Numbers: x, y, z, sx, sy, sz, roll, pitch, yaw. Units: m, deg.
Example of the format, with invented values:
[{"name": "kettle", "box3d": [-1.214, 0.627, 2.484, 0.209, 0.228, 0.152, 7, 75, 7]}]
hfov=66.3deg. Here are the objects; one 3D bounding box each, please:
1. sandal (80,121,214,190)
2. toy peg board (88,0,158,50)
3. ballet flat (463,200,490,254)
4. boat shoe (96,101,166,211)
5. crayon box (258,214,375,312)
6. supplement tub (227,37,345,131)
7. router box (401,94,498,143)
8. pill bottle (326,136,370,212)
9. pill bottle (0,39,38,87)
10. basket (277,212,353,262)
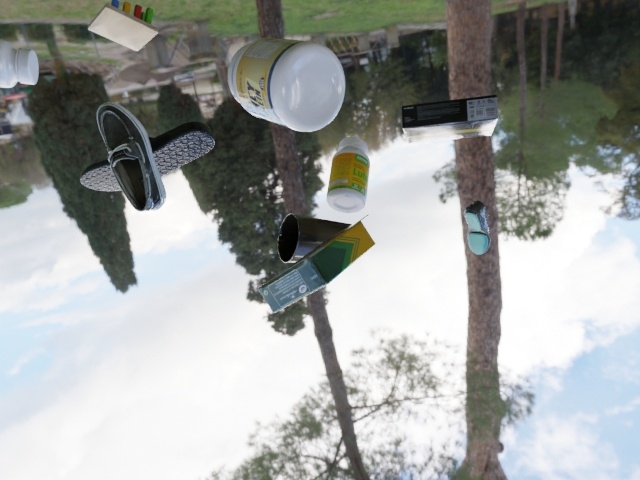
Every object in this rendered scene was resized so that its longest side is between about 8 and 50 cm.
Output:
[{"name": "sandal", "box3d": [-0.548, -0.274, 1.558, 0.445, 0.107, 0.167, -21, 157, 6]}, {"name": "toy peg board", "box3d": [-0.610, -0.686, 1.524, 0.160, 0.079, 0.161, 14, 165, -42]}, {"name": "ballet flat", "box3d": [0.471, -0.042, 1.452, 0.074, 0.203, 0.074, -14, -134, 15]}, {"name": "boat shoe", "box3d": [-0.548, -0.240, 1.410, 0.121, 0.336, 0.119, -24, -170, 9]}, {"name": "crayon box", "box3d": [0.010, 0.056, 1.295, 0.203, 0.083, 0.323, -32, -178, 38]}, {"name": "supplement tub", "box3d": [-0.105, -0.442, 1.372, 0.228, 0.229, 0.316, -21, -148, -29]}, {"name": "router box", "box3d": [0.445, -0.414, 1.703, 0.308, 0.081, 0.243, -3, 178, 14]}, {"name": "pill bottle", "box3d": [0.101, -0.231, 1.699, 0.136, 0.136, 0.246, -3, -119, 22]}, {"name": "pill bottle", "box3d": [-0.461, -0.247, 0.678, 0.116, 0.065, 0.065, 2, -166, -15]}, {"name": "basket", "box3d": [0.000, 0.000, 1.586, 0.226, 0.155, 0.204, 4, 167, -22]}]
